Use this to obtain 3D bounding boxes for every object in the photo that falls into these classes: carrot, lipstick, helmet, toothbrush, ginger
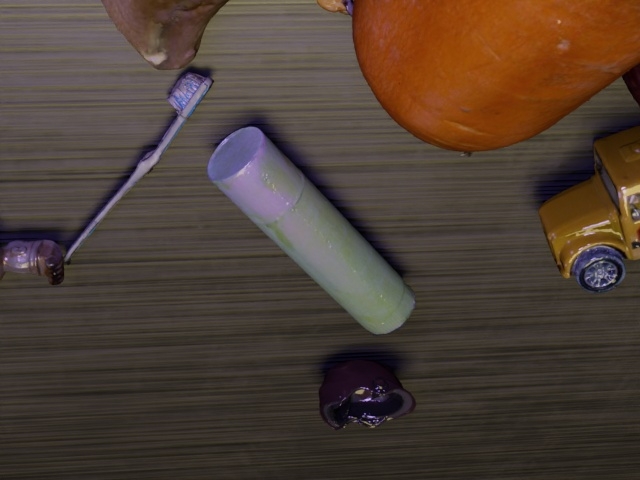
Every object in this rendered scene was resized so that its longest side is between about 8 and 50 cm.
[{"bbox_3d":[0.124,-0.175,0.654,0.193,0.214,0.331,-2,161,-19],"label":"carrot"},{"bbox_3d":[0.000,0.000,0.946,0.076,0.076,0.304,-28,131,21],"label":"lipstick"},{"bbox_3d":[0.055,0.192,1.152,0.123,0.070,0.098,-7,143,-10],"label":"helmet"},{"bbox_3d":[-0.190,-0.062,0.892,0.028,0.026,0.294,34,125,-12],"label":"toothbrush"},{"bbox_3d":[-0.079,-0.250,0.654,0.116,0.109,0.263,-7,144,-40],"label":"ginger"}]

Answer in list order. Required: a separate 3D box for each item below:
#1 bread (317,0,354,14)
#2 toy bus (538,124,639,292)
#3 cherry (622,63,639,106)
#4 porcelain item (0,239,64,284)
[{"bbox_3d":[0.024,-0.225,0.736,0.081,0.046,0.083,-21,133,7],"label":"bread"},{"bbox_3d":[0.387,-0.066,0.891,0.336,0.121,0.123,-18,126,12],"label":"toy bus"},{"bbox_3d":[0.342,-0.187,0.706,0.300,0.203,0.230,39,129,-21],"label":"cherry"},{"bbox_3d":[-0.376,0.015,0.929,0.213,0.054,0.084,2,138,-8],"label":"porcelain item"}]
